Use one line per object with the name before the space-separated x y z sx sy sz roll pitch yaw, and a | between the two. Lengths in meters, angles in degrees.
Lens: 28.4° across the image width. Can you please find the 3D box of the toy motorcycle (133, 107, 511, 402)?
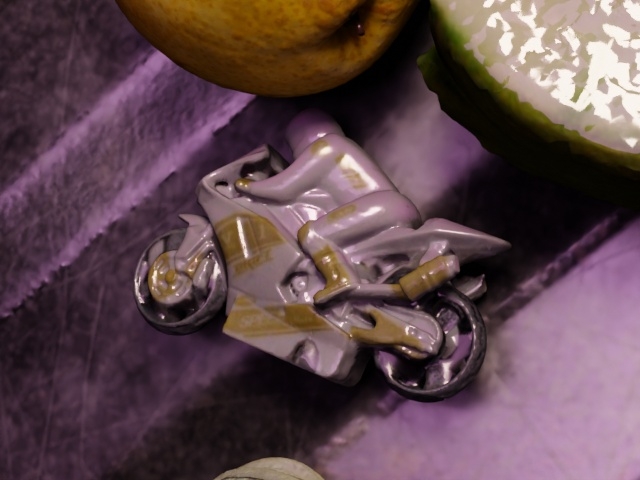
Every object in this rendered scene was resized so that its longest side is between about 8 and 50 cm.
toy motorcycle | 0.000 0.000 0.726 0.225 0.073 0.152 13 82 25

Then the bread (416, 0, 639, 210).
bread | 0.209 -0.189 0.633 0.382 0.129 0.366 -37 74 7

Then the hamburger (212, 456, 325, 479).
hamburger | -0.030 0.192 0.705 0.140 0.062 0.133 39 97 23

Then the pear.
pear | -0.028 -0.179 0.700 0.209 0.209 0.209 -5 77 22
